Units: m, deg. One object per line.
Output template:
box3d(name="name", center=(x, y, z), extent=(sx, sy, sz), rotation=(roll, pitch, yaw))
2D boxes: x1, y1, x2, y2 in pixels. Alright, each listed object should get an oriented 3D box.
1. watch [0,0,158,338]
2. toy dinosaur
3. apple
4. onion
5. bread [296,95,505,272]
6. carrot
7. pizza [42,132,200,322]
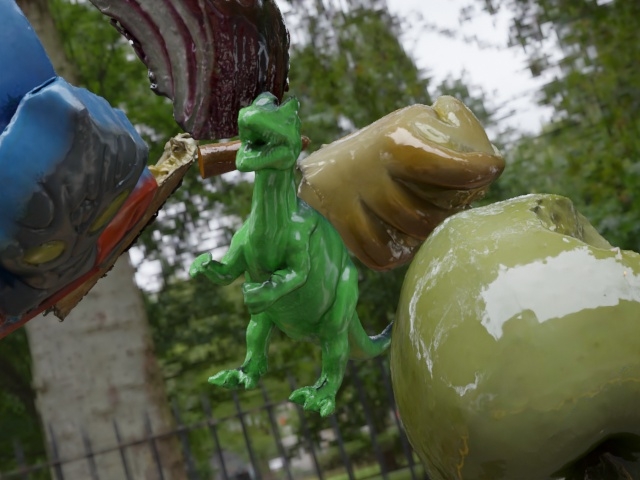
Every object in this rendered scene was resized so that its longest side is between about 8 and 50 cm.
box3d(name="watch", center=(-0.255, -0.068, 0.707), extent=(0.241, 0.274, 0.305), rotation=(-36, -2, -40))
box3d(name="toy dinosaur", center=(0.000, 0.000, 1.372), extent=(0.144, 0.374, 0.500), rotation=(10, 14, 22))
box3d(name="apple", center=(0.179, 0.102, 0.887), extent=(0.279, 0.279, 0.279), rotation=(-15, -11, -3))
box3d(name="onion", center=(-0.134, -0.295, 1.396), extent=(0.146, 0.314, 0.280), rotation=(-44, -1, 39))
box3d(name="bread", center=(0.127, -0.079, 1.636), extent=(0.270, 0.211, 0.316), rotation=(-25, 8, 12))
box3d(name="carrot", center=(-0.118, -0.161, 2.091), extent=(0.209, 0.061, 0.061), rotation=(-13, -11, -12))
box3d(name="pizza", center=(-0.421, 0.005, 2.176), extent=(0.435, 0.080, 0.392), rotation=(-42, -8, -44))
